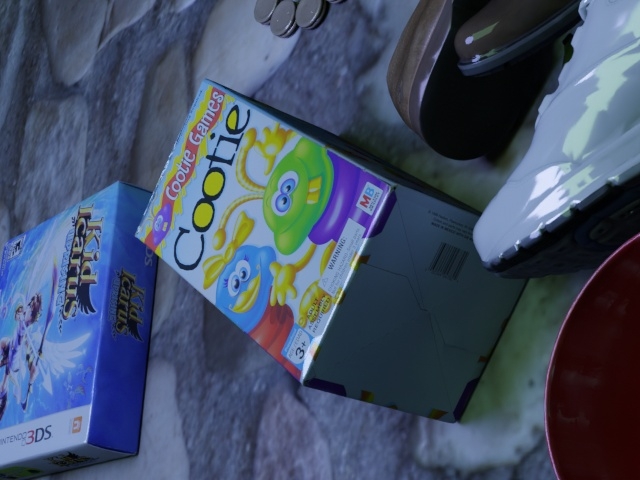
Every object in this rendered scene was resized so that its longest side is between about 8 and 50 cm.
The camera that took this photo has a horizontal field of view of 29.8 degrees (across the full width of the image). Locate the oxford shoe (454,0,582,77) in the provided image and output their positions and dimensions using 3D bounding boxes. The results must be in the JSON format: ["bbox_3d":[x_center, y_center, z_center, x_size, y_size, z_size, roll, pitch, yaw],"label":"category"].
[{"bbox_3d":[0.154,-0.202,0.769,0.227,0.096,0.083,-49,19,-4],"label":"oxford shoe"}]

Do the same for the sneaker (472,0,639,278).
[{"bbox_3d":[0.192,-0.092,0.693,0.297,0.111,0.129,-47,54,26],"label":"sneaker"}]

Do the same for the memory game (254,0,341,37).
[{"bbox_3d":[-0.007,-0.278,1.127,0.186,0.012,0.186,-25,55,43],"label":"memory game"}]

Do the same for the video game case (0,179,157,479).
[{"bbox_3d":[-0.265,0.100,1.239,0.244,0.061,0.270,-21,58,44],"label":"video game case"}]

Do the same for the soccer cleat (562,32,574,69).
[{"bbox_3d":[0.226,-0.140,0.742,0.179,0.060,0.072,-44,57,36],"label":"soccer cleat"}]

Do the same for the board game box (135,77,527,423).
[{"bbox_3d":[0.000,0.000,0.882,0.275,0.144,0.142,35,102,53],"label":"board game box"}]

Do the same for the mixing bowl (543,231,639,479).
[{"bbox_3d":[0.215,0.084,0.610,0.181,0.098,0.182,-27,54,43],"label":"mixing bowl"}]

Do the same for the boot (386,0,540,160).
[{"bbox_3d":[0.131,-0.216,0.857,0.305,0.112,0.115,-62,27,13],"label":"boot"}]
